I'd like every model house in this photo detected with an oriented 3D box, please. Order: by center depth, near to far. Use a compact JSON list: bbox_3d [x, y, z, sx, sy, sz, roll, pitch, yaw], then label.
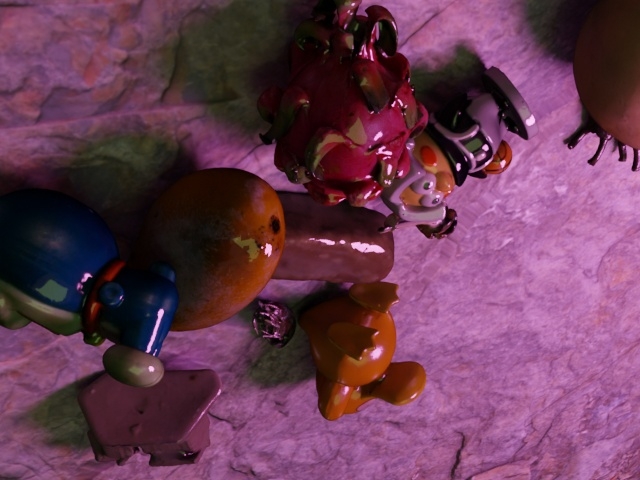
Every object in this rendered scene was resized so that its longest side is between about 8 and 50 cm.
[{"bbox_3d":[-0.268,0.300,1.549,0.229,0.122,0.188,-4,146,-4],"label":"model house"}]

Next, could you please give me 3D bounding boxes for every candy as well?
[{"bbox_3d":[0.000,0.000,1.410,0.234,0.104,0.102,3,133,-28],"label":"candy"}]

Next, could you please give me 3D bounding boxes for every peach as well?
[{"bbox_3d":[0.499,-0.257,1.320,0.292,0.247,0.292,-21,126,-32],"label":"peach"}]

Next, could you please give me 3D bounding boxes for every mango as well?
[{"bbox_3d":[-0.173,0.023,1.294,0.316,0.192,0.146,-35,168,31],"label":"mango"}]

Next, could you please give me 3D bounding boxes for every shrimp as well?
[{"bbox_3d":[-0.078,0.128,1.515,0.065,0.056,0.165,-46,149,-2],"label":"shrimp"}]

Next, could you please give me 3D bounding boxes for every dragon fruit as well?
[{"bbox_3d":[0.033,-0.177,1.216,0.218,0.198,0.272,13,102,0],"label":"dragon fruit"}]

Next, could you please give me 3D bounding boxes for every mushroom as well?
[{"bbox_3d":[0.146,-0.032,1.452,0.187,0.061,0.060,0,127,-52],"label":"mushroom"}]

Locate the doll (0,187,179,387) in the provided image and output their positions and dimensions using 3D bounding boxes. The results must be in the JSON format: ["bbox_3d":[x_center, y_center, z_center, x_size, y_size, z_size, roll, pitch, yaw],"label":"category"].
[{"bbox_3d":[-0.317,0.051,1.201,0.322,0.198,0.186,28,77,-6],"label":"doll"}]

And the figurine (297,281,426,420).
[{"bbox_3d":[0.059,0.189,1.579,0.215,0.215,0.228,-28,122,0],"label":"figurine"}]

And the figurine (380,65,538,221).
[{"bbox_3d":[0.184,-0.127,1.365,0.236,0.133,0.176,-34,134,1],"label":"figurine"}]

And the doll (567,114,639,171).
[{"bbox_3d":[0.473,-0.193,1.499,0.139,0.057,0.165,4,123,-25],"label":"doll"}]
